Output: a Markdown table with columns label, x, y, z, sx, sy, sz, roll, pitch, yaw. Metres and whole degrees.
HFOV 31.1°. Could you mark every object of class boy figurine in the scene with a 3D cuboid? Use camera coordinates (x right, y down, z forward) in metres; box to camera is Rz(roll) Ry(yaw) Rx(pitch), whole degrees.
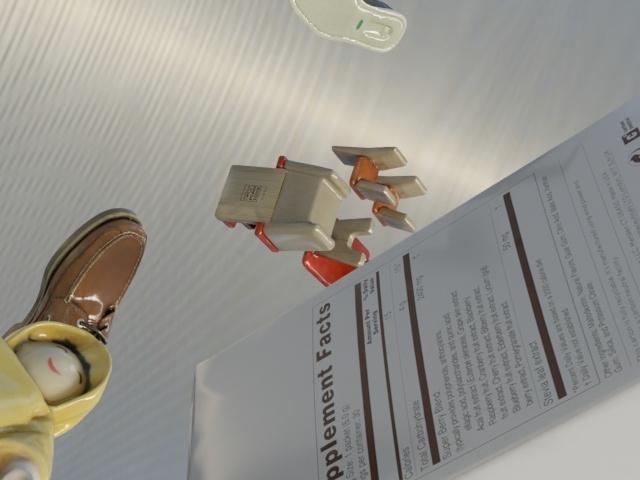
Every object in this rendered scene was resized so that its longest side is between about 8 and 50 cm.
| label | x | y | z | sx | sy | sz | roll | pitch | yaw |
| --- | --- | --- | --- | --- | --- | --- | --- | --- | --- |
| boy figurine | -0.226 | 0.100 | 0.737 | 0.092 | 0.177 | 0.285 | -48 | 159 | 9 |

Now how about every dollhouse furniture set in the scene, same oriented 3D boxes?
| label | x | y | z | sx | sy | sz | roll | pitch | yaw |
| --- | --- | --- | --- | --- | --- | --- | --- | --- | --- |
| dollhouse furniture set | 0.000 | 0.000 | 1.384 | 0.259 | 0.135 | 0.262 | 46 | 56 | -54 |

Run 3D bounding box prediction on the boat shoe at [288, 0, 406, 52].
| label | x | y | z | sx | sy | sz | roll | pitch | yaw |
| --- | --- | --- | --- | --- | --- | --- | --- | --- | --- |
| boat shoe | 0.021 | -0.318 | 1.548 | 0.233 | 0.079 | 0.084 | 13 | 119 | -52 |

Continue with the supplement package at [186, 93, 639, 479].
| label | x | y | z | sx | sy | sz | roll | pitch | yaw |
| --- | --- | --- | --- | --- | --- | --- | --- | --- | --- |
| supplement package | 0.096 | 0.103 | 0.577 | 0.293 | 0.175 | 0.177 | -33 | 122 | 21 |

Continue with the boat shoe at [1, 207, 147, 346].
| label | x | y | z | sx | sy | sz | roll | pitch | yaw |
| --- | --- | --- | --- | --- | --- | --- | --- | --- | --- |
| boat shoe | -0.297 | 0.104 | 1.404 | 0.110 | 0.104 | 0.307 | 16 | 117 | -46 |
